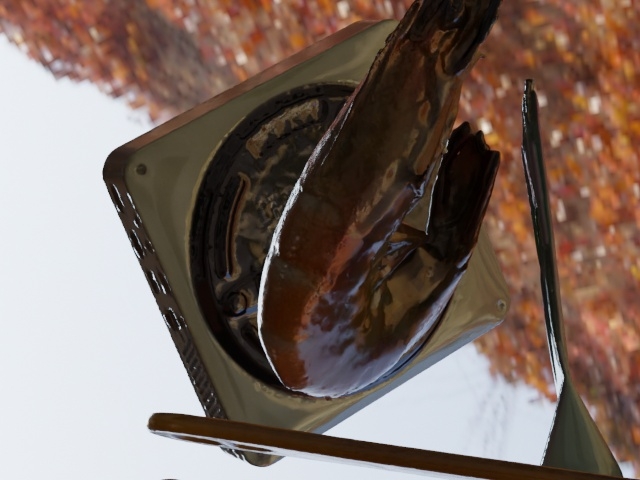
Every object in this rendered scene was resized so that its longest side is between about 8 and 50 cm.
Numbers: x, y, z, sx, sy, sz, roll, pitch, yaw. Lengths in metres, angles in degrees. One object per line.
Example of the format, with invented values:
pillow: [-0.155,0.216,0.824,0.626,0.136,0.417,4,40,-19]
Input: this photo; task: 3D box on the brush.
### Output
brush: [0.069,0.084,0.691,0.272,0.103,0.013,8,-102,11]

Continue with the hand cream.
hand cream: [0.132,0.045,1.101,0.050,0.079,0.275,6,-118,-20]

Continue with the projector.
projector: [0.000,0.000,1.465,0.259,0.257,0.079,-30,-162,-24]

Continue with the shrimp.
shrimp: [0.044,-0.029,1.044,0.068,0.150,0.249,31,-73,35]

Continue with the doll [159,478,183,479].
doll: [-0.099,0.218,1.337,0.145,0.316,0.103,-34,-92,2]
